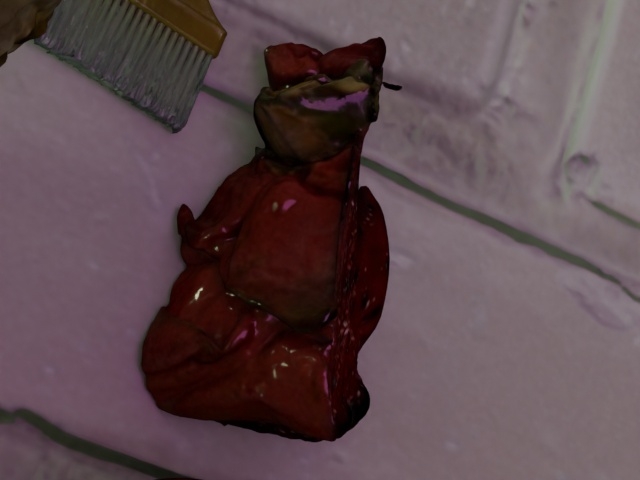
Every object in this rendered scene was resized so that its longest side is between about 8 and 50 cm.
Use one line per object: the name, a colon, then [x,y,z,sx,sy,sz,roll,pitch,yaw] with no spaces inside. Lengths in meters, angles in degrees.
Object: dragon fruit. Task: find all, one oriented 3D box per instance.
dragon fruit: [0.008,-0.002,0.845,0.122,0.092,0.192,21,77,-29]

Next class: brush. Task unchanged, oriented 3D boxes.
brush: [-0.057,-0.157,0.863,0.083,0.011,0.205,31,71,-25]

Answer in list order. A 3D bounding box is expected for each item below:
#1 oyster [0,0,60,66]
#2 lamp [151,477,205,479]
oyster: [-0.225,-0.168,0.693,0.337,0.133,0.197,28,69,-29]
lamp: [-0.043,0.207,0.742,0.227,0.227,0.227,2,86,-31]
